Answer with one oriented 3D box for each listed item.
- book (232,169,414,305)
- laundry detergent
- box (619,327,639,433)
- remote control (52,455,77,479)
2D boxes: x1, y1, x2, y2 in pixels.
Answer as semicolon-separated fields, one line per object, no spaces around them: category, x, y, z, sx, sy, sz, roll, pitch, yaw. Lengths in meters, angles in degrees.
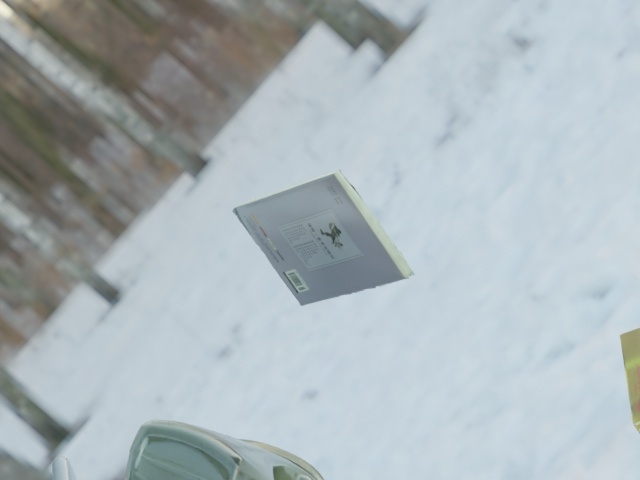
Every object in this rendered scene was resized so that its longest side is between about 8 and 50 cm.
book;0.000;0.000;1.882;0.014;0.127;0.181;-44;16;-33
laundry detergent;-0.080;0.256;2.049;0.253;0.181;0.091;25;-99;-58
box;0.263;0.142;1.433;0.022;0.156;0.089;-20;44;21
remote control;-0.234;0.321;1.896;0.029;0.067;0.261;-13;41;-2
